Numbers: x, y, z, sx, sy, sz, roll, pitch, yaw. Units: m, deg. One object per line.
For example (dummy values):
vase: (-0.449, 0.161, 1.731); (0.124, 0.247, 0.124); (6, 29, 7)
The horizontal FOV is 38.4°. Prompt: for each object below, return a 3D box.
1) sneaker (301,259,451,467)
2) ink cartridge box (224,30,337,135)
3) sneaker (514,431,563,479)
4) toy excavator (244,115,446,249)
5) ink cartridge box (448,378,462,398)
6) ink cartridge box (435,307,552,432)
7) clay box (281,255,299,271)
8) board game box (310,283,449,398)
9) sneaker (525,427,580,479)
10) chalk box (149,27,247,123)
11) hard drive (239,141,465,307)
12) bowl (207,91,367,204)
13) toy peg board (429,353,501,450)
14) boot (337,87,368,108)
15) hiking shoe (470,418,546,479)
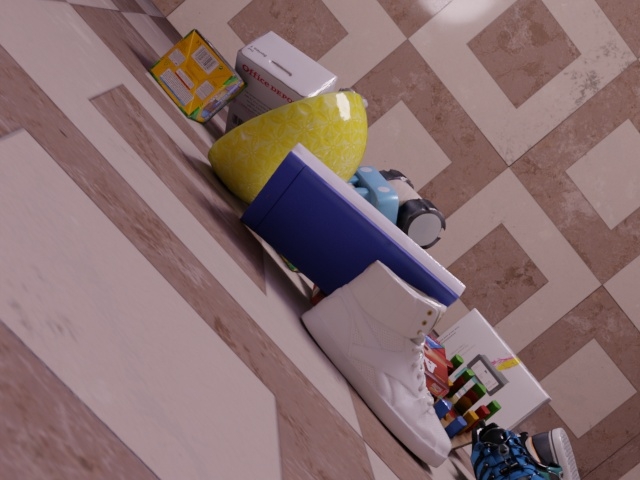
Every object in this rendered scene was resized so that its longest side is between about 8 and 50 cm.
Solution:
sneaker: (0.128, 0.167, 1.286); (0.292, 0.169, 0.108); (51, 3, -8)
ink cartridge box: (-0.094, -0.295, 2.056); (0.201, 0.117, 0.278); (37, -36, 15)
sneaker: (0.470, 0.530, 1.881); (0.302, 0.121, 0.108); (51, 5, 12)
toy excavator: (0.030, -0.062, 2.009); (0.222, 0.444, 0.433); (-125, -146, -55)
ink cartridge box: (0.223, 0.290, 1.820); (0.109, 0.063, 0.150); (53, 6, 34)
ink cartridge box: (0.395, 0.337, 2.218); (0.270, 0.197, 0.198); (52, 6, 19)
clay box: (0.000, 0.000, 1.625); (0.053, 0.127, 0.222); (51, 4, 10)
board game box: (0.104, 0.144, 1.560); (0.281, 0.027, 0.145); (38, 23, -13)
sneaker: (0.515, 0.583, 2.006); (0.126, 0.127, 0.321); (31, 44, -58)
chalk box: (-0.250, -0.337, 1.929); (0.132, 0.132, 0.213); (49, 4, 2)
hard drive: (0.040, 0.017, 1.393); (0.318, 0.040, 0.210); (41, -36, -2)
bowl: (-0.035, -0.122, 1.575); (0.289, 0.289, 0.156); (23, 46, -79)
toy peg board: (0.232, 0.277, 1.631); (0.161, 0.079, 0.160); (52, 24, 24)
boot: (0.024, -0.264, 1.903); (0.095, 0.123, 0.258); (34, 15, 8)
hiking shoe: (0.283, 0.363, 1.429); (0.304, 0.113, 0.132); (116, -48, -84)
